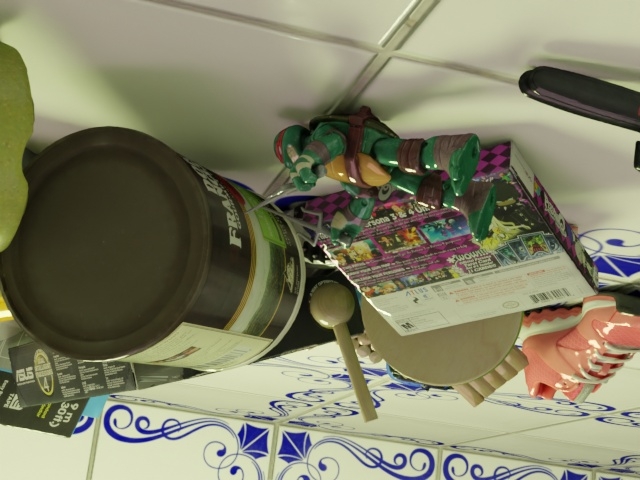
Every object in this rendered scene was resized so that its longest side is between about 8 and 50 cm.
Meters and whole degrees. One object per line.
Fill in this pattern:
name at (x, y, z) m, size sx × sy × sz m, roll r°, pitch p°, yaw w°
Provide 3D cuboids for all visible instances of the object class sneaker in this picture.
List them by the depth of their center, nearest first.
sneaker at (0.000, 0.000, 1.365) m, size 0.234 × 0.078 × 0.106 m, roll -5°, pitch 165°, yaw 44°
sneaker at (0.381, 0.155, 1.632) m, size 0.116 × 0.136 × 0.314 m, roll 11°, pitch 164°, yaw -20°

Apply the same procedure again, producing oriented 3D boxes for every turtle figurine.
turtle figurine at (0.031, -0.060, 1.050) m, size 0.234 × 0.118 × 0.175 m, roll 7°, pitch 169°, yaw 27°

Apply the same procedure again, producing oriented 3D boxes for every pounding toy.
pounding toy at (0.125, 0.081, 1.376) m, size 0.237 × 0.183 × 0.110 m, roll -28°, pitch 176°, yaw 16°

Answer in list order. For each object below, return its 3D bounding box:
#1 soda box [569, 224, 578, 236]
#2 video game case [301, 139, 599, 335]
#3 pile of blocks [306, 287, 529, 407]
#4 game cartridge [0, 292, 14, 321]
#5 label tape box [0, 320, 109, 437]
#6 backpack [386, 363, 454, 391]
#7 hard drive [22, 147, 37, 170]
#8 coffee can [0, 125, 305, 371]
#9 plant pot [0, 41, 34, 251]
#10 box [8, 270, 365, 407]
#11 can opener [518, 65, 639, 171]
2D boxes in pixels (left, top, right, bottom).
soda box at (0.241, 0.031, 1.385) m, size 0.058 × 0.063 × 0.183 m, roll 9°, pitch 164°, yaw -7°
video game case at (0.132, 0.007, 1.197) m, size 0.232 × 0.042 × 0.210 m, roll -16°, pitch 135°, yaw 30°
pile of blocks at (0.115, 0.107, 1.685) m, size 0.362 × 0.149 × 0.112 m, roll 19°, pitch -155°, yaw -11°
game cartridge at (-0.340, 0.020, 1.365) m, size 0.285 × 0.052 × 0.323 m, roll -9°, pitch 158°, yaw -9°
label tape box at (-0.376, 0.150, 1.712) m, size 0.334 × 0.240 × 0.106 m, roll 22°, pitch -174°, yaw -45°
backpack at (0.166, 0.198, 1.947) m, size 0.120 × 0.098 × 0.101 m, roll 6°, pitch 168°, yaw -2°
hard drive at (-0.453, -0.007, 1.366) m, size 0.353 × 0.047 × 0.233 m, roll -18°, pitch 159°, yaw 11°
coffee can at (-0.150, 0.020, 1.131) m, size 0.201 × 0.201 × 0.275 m, roll 2°, pitch 173°, yaw 17°
plant pot at (-0.375, -0.083, 0.945) m, size 0.254 × 0.276 × 0.276 m, roll 2°, pitch 169°, yaw -30°
box at (-0.182, 0.132, 1.520) m, size 0.318 × 0.097 × 0.395 m, roll -12°, pitch 177°, yaw -33°
can opener at (0.246, -0.099, 0.938) m, size 0.186 × 0.073 × 0.059 m, roll 20°, pitch 169°, yaw -14°
